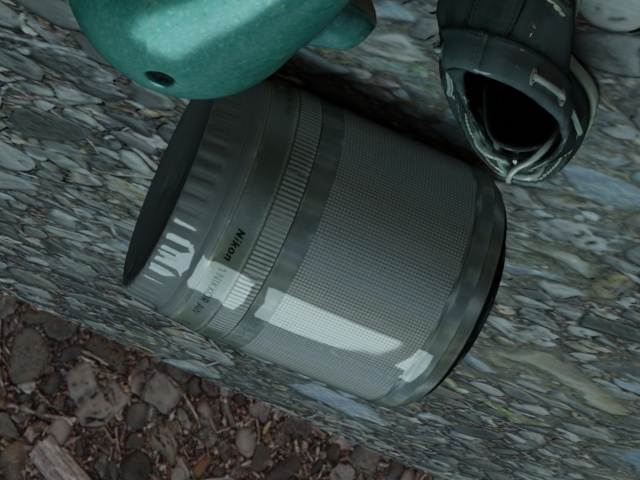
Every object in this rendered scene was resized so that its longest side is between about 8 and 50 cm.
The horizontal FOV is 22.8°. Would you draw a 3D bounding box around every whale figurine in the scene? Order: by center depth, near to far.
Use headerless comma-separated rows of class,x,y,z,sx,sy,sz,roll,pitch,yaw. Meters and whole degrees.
whale figurine,-0.045,-0.162,0.972,0.272,0.141,0.216,2,157,44

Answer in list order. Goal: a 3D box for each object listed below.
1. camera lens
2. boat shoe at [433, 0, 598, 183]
camera lens,0.000,0.000,1.318,0.274,0.219,0.219,23,164,-13
boat shoe,0.123,-0.095,1.078,0.116,0.099,0.319,15,164,12
